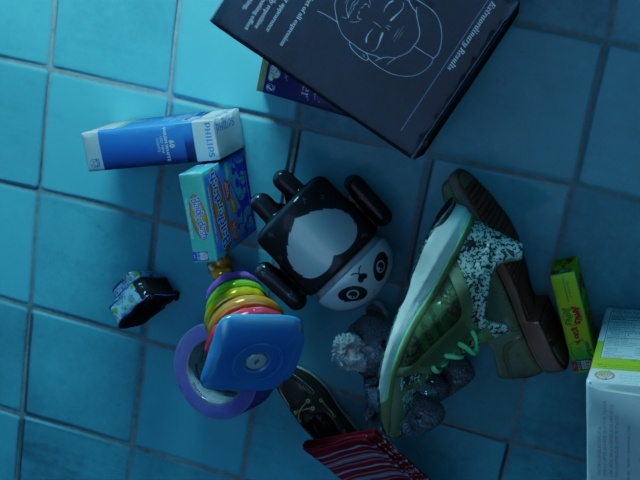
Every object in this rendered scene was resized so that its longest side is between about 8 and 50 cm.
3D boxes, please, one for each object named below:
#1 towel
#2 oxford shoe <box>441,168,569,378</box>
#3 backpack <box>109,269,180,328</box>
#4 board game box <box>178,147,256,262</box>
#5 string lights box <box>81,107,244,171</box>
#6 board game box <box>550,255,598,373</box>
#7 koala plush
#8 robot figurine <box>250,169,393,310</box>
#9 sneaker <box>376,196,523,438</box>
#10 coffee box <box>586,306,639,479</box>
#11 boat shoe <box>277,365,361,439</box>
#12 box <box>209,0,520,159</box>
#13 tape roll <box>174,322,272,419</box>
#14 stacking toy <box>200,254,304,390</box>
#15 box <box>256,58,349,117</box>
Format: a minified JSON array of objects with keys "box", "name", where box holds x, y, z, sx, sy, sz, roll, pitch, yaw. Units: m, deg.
[{"box":[0.114,0.445,2.054,0.275,0.031,0.199,44,142,-21],"name":"towel"},{"box":[0.286,0.070,1.920,0.146,0.140,0.397,-23,96,29],"name":"oxford shoe"},{"box":[-0.353,0.113,2.144,0.114,0.105,0.084,-44,68,24],"name":"backpack"},{"box":[-0.180,-0.066,1.977,0.047,0.210,0.160,-4,106,18],"name":"board game box"},{"box":[-0.285,-0.184,2.015,0.260,0.133,0.076,-3,104,18],"name":"string lights box"},{"box":[0.441,0.128,1.911,0.043,0.092,0.181,-12,102,20],"name":"board game box"},{"box":[0.120,0.227,1.991,0.203,0.196,0.221,-29,100,43],"name":"koala plush"},{"box":[0.001,-0.001,1.960,0.278,0.173,0.209,45,131,0],"name":"robot figurine"},{"box":[0.210,0.147,1.792,0.182,0.158,0.410,21,100,8],"name":"sneaker"},{"box":[0.614,0.326,1.787,0.338,0.334,0.337,2,108,18],"name":"coffee box"},{"box":[-0.007,0.331,2.120,0.228,0.068,0.081,45,114,0],"name":"boat shoe"},{"box":[0.079,-0.362,1.785,0.395,0.212,0.293,35,101,5],"name":"box"},{"box":[-0.181,0.242,2.119,0.189,0.080,0.189,5,100,28],"name":"tape roll"},{"box":[-0.154,0.121,2.015,0.166,0.302,0.175,3,125,-24],"name":"stacking toy"},{"box":[0.007,-0.301,1.946,0.225,0.036,0.136,17,110,10],"name":"box"}]
